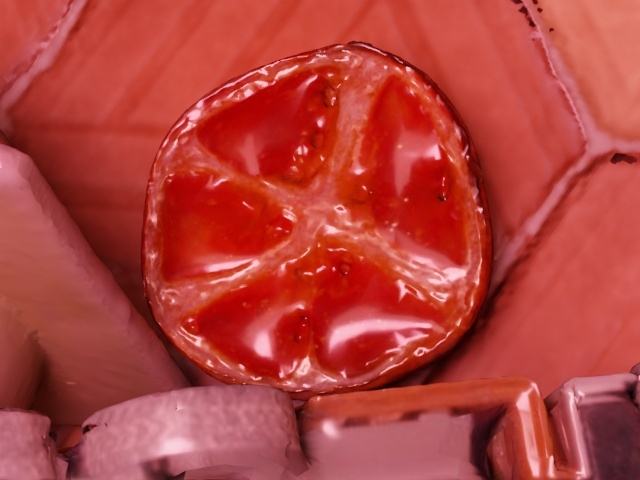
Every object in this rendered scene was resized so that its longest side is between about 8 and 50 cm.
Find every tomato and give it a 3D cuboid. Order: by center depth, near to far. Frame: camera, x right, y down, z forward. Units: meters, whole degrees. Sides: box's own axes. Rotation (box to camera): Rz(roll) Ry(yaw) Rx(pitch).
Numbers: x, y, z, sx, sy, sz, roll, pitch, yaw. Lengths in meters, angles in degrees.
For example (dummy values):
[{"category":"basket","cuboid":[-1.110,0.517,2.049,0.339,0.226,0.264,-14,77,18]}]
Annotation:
[{"category":"tomato","cuboid":[0.000,0.000,0.687,0.156,0.069,0.155,-3,74,10]}]

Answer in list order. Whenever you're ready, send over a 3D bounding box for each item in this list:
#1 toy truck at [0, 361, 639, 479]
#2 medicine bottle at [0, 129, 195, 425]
[{"category":"toy truck","cuboid":[0.007,0.143,0.545,0.388,0.207,0.173,-4,73,-14]},{"category":"medicine bottle","cuboid":[-0.269,0.022,0.661,0.406,0.236,0.235,0,76,14]}]
